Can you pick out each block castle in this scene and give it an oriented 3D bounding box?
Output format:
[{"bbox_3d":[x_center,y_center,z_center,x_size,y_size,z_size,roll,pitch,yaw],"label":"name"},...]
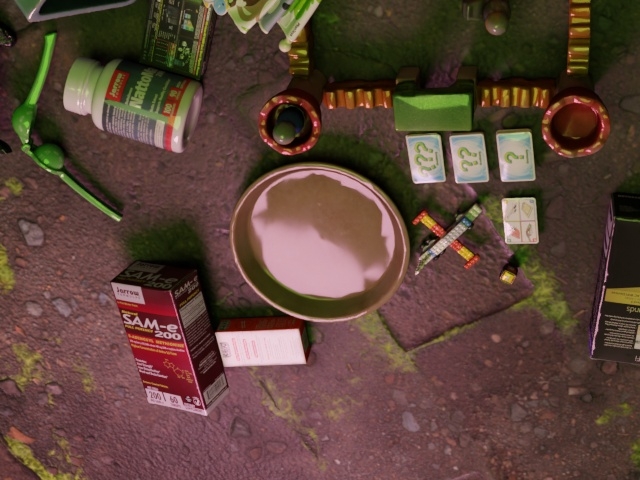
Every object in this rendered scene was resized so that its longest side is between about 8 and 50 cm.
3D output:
[{"bbox_3d":[0.140,-0.264,1.437,0.453,0.213,0.303,2,119,11],"label":"block castle"}]

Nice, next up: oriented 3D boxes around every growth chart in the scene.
[{"bbox_3d":[-0.090,-0.339,1.371,0.237,0.021,0.172,40,124,13],"label":"growth chart"}]

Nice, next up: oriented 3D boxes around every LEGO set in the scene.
[{"bbox_3d":[0.222,-0.038,1.640,0.182,0.060,0.244,-1,119,17],"label":"LEGO set"}]

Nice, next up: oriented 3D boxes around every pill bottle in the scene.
[{"bbox_3d":[-0.269,-0.200,1.619,0.180,0.108,0.108,16,121,2],"label":"pill bottle"}]

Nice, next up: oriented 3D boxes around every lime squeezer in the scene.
[{"bbox_3d":[-0.401,-0.157,1.714,0.110,0.059,0.310,-21,115,-11],"label":"lime squeezer"}]

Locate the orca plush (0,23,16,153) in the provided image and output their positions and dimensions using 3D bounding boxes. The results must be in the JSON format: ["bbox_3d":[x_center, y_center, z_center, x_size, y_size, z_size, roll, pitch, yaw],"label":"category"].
[{"bbox_3d":[-0.483,-0.266,1.632,0.102,0.151,0.287,-18,109,-16],"label":"orca plush"}]

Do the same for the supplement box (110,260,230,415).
[{"bbox_3d":[-0.239,0.157,1.816,0.130,0.073,0.239,6,122,33],"label":"supplement box"}]

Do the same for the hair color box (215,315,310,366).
[{"bbox_3d":[-0.092,0.163,1.826,0.141,0.043,0.072,-3,119,13],"label":"hair color box"}]

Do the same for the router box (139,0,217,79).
[{"bbox_3d":[-0.198,-0.297,1.589,0.092,0.038,0.122,17,122,3],"label":"router box"}]

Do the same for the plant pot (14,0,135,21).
[{"bbox_3d":[-0.312,-0.459,1.411,0.252,0.247,0.248,48,119,3],"label":"plant pot"}]

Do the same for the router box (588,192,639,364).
[{"bbox_3d":[0.555,0.069,1.614,0.309,0.081,0.243,7,120,8],"label":"router box"}]

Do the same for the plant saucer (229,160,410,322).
[{"bbox_3d":[0.000,0.000,1.716,0.278,0.041,0.278,6,120,10],"label":"plant saucer"}]
